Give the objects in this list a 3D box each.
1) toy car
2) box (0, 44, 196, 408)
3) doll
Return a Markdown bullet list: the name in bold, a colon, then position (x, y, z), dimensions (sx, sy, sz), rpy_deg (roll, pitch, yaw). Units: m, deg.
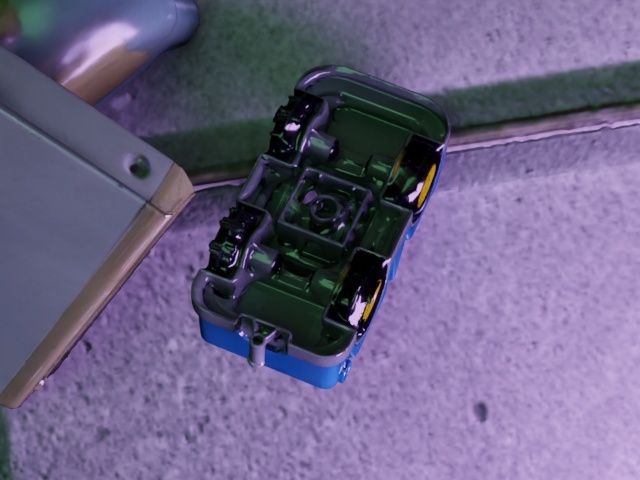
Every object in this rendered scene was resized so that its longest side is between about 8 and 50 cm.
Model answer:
- **toy car**: position (0.000, 0.000, 1.088), dimensions (0.097, 0.100, 0.191), rpy_deg (22, 64, 9)
- **box**: position (-0.206, -0.018, 1.063), dimensions (0.211, 0.045, 0.270), rpy_deg (33, 142, -6)
- **doll**: position (-0.216, -0.181, 1.098), dimensions (0.177, 0.161, 0.261), rpy_deg (-38, 88, 13)
